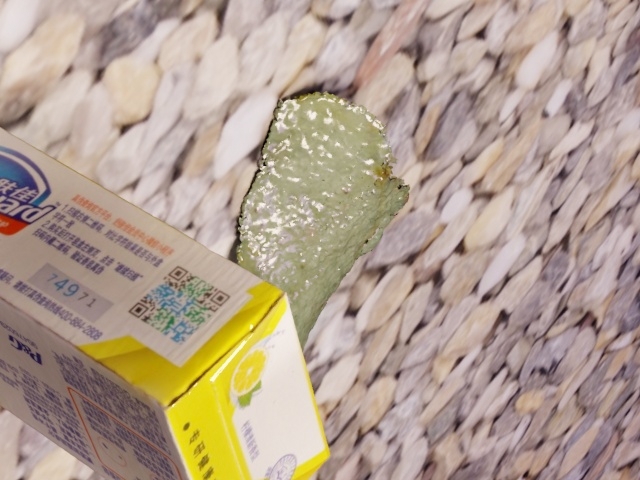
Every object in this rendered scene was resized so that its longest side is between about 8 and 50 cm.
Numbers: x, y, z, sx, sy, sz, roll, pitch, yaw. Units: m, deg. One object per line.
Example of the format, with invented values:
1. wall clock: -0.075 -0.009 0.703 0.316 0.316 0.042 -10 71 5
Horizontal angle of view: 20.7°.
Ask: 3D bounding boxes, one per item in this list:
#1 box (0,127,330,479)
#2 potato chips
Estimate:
1. box: -0.132 0.053 1.023 0.097 0.265 0.168 -45 144 -24
2. potato chips: -0.004 -0.006 1.336 0.167 0.059 0.228 -37 142 -14
